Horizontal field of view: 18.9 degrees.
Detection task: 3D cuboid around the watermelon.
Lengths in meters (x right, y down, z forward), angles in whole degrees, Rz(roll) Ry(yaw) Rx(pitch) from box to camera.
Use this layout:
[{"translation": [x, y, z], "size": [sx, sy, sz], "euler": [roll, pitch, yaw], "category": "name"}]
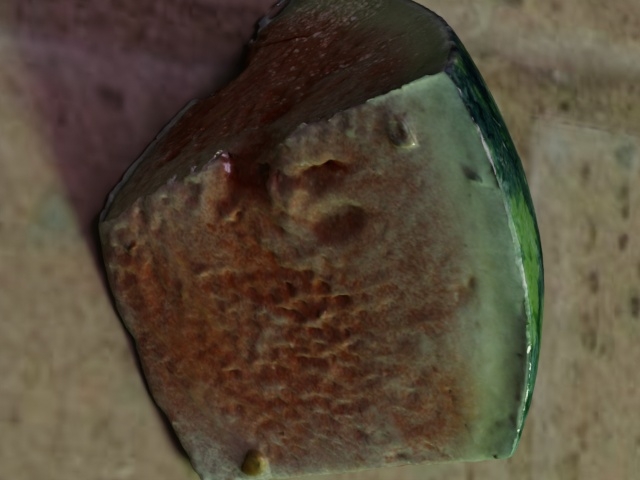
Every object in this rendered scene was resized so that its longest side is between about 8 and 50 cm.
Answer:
[{"translation": [0.000, 0.000, 0.933], "size": [0.201, 0.261, 0.213], "euler": [-22, 103, -11], "category": "watermelon"}]
